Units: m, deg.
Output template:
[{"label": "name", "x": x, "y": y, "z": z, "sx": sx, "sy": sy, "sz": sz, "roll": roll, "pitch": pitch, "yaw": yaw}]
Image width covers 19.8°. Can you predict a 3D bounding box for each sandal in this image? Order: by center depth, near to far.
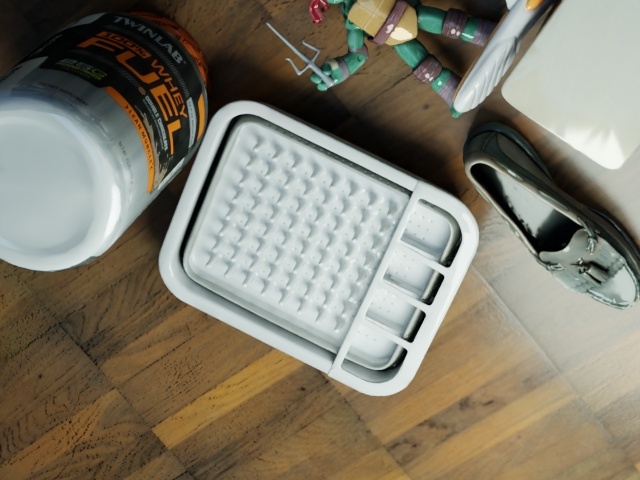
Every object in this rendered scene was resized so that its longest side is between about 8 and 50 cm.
[{"label": "sandal", "x": 0.195, "y": -0.257, "z": 1.875, "sx": 0.076, "sy": 0.102, "sz": 0.265, "roll": 36, "pitch": 96, "yaw": 12}]

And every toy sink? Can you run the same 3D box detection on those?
[{"label": "toy sink", "x": 0.315, "y": -0.216, "z": 1.877, "sx": 0.153, "sy": 0.131, "sz": 0.234, "roll": 34, "pitch": 115, "yaw": 0}]

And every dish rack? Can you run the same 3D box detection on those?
[{"label": "dish rack", "x": 0.000, "y": 0.000, "z": 2.115, "sx": 0.333, "sy": 0.072, "sz": 0.285, "roll": 26, "pitch": 121, "yaw": 4}]

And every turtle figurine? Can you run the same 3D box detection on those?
[{"label": "turtle figurine", "x": 0.073, "y": -0.235, "z": 1.953, "sx": 0.234, "sy": 0.118, "sz": 0.175, "roll": 25, "pitch": 128, "yaw": -10}]

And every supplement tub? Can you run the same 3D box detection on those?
[{"label": "supplement tub", "x": -0.249, "y": -0.121, "z": 1.979, "sx": 0.207, "sy": 0.338, "sz": 0.207, "roll": 7, "pitch": 116, "yaw": 14}]

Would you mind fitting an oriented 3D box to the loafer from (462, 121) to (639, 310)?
[{"label": "loafer", "x": 0.252, "y": -0.012, "z": 2.021, "sx": 0.267, "sy": 0.084, "sz": 0.096, "roll": 44, "pitch": 119, "yaw": -6}]
